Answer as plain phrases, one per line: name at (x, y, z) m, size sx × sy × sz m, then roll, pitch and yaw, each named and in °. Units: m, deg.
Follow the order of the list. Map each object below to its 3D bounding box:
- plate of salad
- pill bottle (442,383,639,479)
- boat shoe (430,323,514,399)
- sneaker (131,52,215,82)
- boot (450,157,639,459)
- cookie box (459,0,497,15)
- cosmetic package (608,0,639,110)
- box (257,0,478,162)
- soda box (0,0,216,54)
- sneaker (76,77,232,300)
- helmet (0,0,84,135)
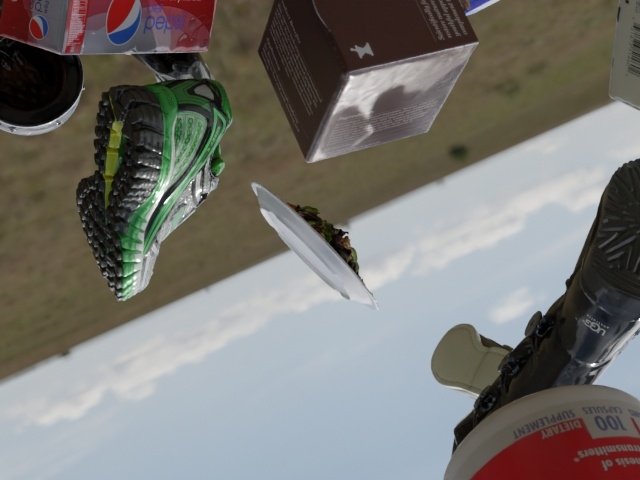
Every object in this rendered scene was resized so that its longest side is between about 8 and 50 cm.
plate of salad at (0.000, 0.000, 1.621) m, size 0.048 × 0.200 × 0.200 m, roll -44°, pitch -176°, yaw -7°
pill bottle at (0.268, 0.340, 1.294) m, size 0.229 × 0.229 × 0.407 m, roll -24°, pitch -138°, yaw 3°
boat shoe at (0.266, 0.210, 2.365) m, size 0.109 × 0.091 × 0.305 m, roll -60°, pitch -162°, yaw -2°
sneaker at (-0.223, -0.269, 1.888) m, size 0.078 × 0.234 × 0.106 m, roll -41°, pitch 159°, yaw -14°
boot at (0.353, 0.131, 2.057) m, size 0.367 × 0.146 × 0.445 m, roll -44°, pitch 163°, yaw -50°
cookie box at (0.226, -0.388, 2.179) m, size 0.040 × 0.092 × 0.107 m, roll -23°, pitch -179°, yaw -30°
cosmetic package at (0.518, -0.263, 1.859) m, size 0.309 × 0.160 × 0.113 m, roll -16°, pitch -148°, yaw -28°
box at (0.048, -0.221, 1.684) m, size 0.167 × 0.168 × 0.203 m, roll -15°, pitch 159°, yaw -21°
soda box at (-0.223, -0.251, 1.594) m, size 0.092 × 0.083 × 0.263 m, roll 20°, pitch -164°, yaw 26°
sneaker at (-0.178, -0.049, 1.652) m, size 0.146 × 0.134 × 0.343 m, roll -14°, pitch 153°, yaw -27°
helmet at (-0.382, -0.217, 1.877) m, size 0.169 × 0.161 × 0.169 m, roll -10°, pitch -136°, yaw 10°
